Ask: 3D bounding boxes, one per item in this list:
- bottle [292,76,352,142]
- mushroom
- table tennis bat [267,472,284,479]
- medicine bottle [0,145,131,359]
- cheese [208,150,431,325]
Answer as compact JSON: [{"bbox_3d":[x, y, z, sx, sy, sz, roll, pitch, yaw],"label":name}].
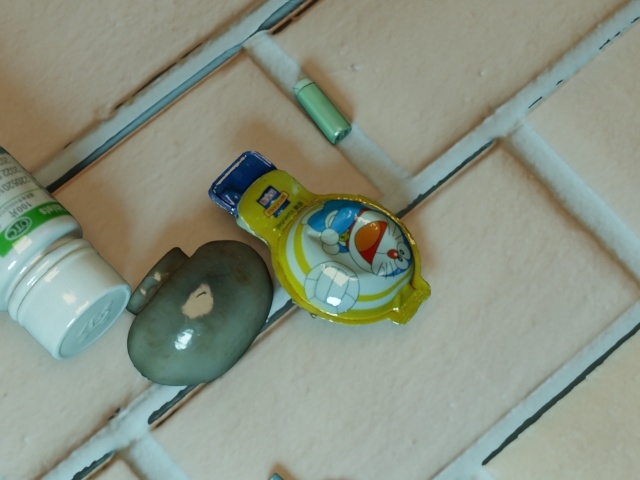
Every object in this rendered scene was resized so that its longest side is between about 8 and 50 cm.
[{"bbox_3d":[0.001,-0.153,2.113,0.030,0.030,0.083,-35,73,-12],"label":"bottle"},{"bbox_3d":[-0.131,0.071,1.997,0.141,0.117,0.188,40,70,0],"label":"mushroom"},{"bbox_3d":[0.005,0.306,1.955,0.155,0.019,0.100,39,75,10],"label":"table tennis bat"},{"bbox_3d":[-0.328,0.012,1.993,0.237,0.139,0.139,42,75,15],"label":"medicine bottle"},{"bbox_3d":[0.000,0.000,2.025,0.270,0.069,0.177,35,57,10],"label":"cheese"}]
